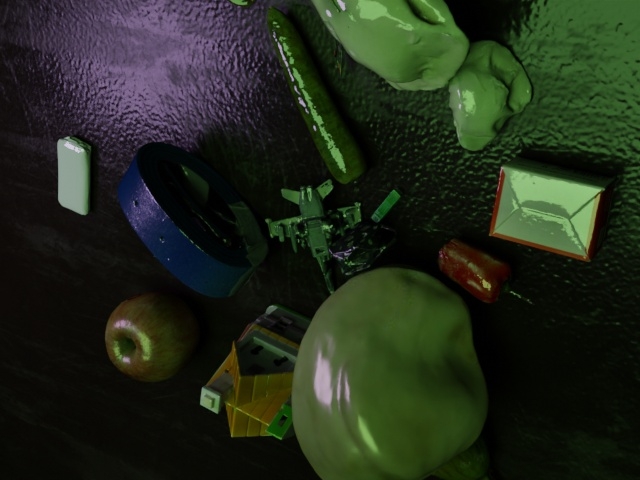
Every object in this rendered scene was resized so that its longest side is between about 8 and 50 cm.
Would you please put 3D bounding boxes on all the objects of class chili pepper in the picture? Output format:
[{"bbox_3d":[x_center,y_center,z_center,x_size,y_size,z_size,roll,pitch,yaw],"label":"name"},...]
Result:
[{"bbox_3d":[0.304,0.068,1.496,0.192,0.086,0.084,32,97,27],"label":"chili pepper"}]

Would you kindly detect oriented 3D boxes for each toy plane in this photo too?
[{"bbox_3d":[0.000,0.005,1.657,0.192,0.088,0.262,-11,111,6],"label":"toy plane"}]

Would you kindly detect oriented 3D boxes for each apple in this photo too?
[{"bbox_3d":[-0.391,0.223,1.932,0.211,0.188,0.211,10,112,26],"label":"apple"}]

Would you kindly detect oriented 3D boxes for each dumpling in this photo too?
[{"bbox_3d":[0.283,-0.241,1.379,0.134,0.100,0.169,-9,89,-4],"label":"dumpling"},{"bbox_3d":[0.076,-0.385,1.355,0.395,0.233,0.315,47,160,14],"label":"dumpling"}]

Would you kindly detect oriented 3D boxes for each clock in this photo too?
[{"bbox_3d":[-0.099,0.288,1.702,0.235,0.309,0.166,23,120,22],"label":"clock"}]

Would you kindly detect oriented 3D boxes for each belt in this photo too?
[{"bbox_3d":[-0.266,-0.045,1.719,0.347,0.212,0.117,47,126,10],"label":"belt"}]

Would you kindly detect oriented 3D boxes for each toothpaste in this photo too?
[{"bbox_3d":[0.128,-0.065,1.587,0.020,0.017,0.083,46,127,9],"label":"toothpaste"}]

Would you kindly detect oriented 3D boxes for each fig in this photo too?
[{"bbox_3d":[0.287,0.455,1.648,0.151,0.151,0.259,-31,97,37],"label":"fig"}]

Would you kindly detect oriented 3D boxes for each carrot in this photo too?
[{"bbox_3d":[-0.016,-0.272,1.552,0.074,0.074,0.358,-24,96,37],"label":"carrot"}]

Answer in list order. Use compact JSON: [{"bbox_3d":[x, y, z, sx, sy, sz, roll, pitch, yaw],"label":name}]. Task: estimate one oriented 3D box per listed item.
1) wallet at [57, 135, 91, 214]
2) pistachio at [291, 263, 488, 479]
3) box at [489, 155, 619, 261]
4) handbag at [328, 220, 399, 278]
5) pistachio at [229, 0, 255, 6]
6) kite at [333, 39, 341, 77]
[{"bbox_3d":[-0.587,-0.157,1.978,0.095,0.033,0.190,20,121,21],"label":"wallet"},{"bbox_3d":[0.129,0.263,1.535,0.365,0.281,0.445,14,85,11],"label":"pistachio"},{"bbox_3d":[0.389,-0.056,1.382,0.182,0.099,0.133,15,115,27],"label":"box"},{"bbox_3d":[0.097,0.006,1.555,0.139,0.115,0.072,-17,108,56],"label":"handbag"},{"bbox_3d":[-0.143,-0.522,1.482,0.165,0.130,0.210,20,129,20],"label":"pistachio"},{"bbox_3d":[0.030,-0.351,1.492,0.090,0.004,0.122,141,120,-79],"label":"kite"}]
